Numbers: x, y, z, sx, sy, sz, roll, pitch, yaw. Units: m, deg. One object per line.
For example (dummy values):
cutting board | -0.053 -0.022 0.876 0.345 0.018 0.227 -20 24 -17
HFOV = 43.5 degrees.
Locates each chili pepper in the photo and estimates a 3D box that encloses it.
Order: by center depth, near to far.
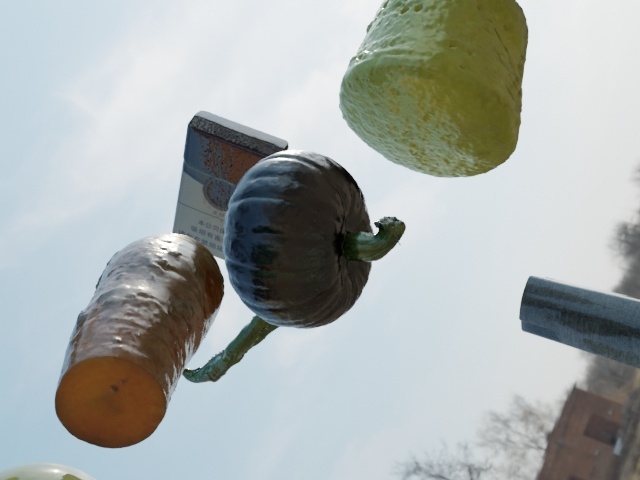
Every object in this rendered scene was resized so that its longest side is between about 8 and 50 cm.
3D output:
chili pepper | -0.179 0.220 1.754 0.085 0.359 0.076 40 -156 -32

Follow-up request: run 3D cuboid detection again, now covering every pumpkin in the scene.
pumpkin | 0.000 0.000 1.089 0.248 0.247 0.248 -47 -32 -43

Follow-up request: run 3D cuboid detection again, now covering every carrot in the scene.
carrot | -0.172 0.079 0.812 0.302 0.138 0.139 -97 17 -70

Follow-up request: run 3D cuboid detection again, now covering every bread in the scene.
bread | 0.223 -0.312 1.496 0.348 0.348 0.308 57 -133 -62

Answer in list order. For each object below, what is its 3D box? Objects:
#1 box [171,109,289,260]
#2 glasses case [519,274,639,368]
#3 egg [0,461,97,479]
box | -0.160 -0.084 1.384 0.071 0.168 0.259 -64 -7 -48
glasses case | 0.301 0.088 0.852 0.047 0.205 0.071 10 -87 -31
egg | -0.311 0.403 0.935 0.218 0.296 0.218 -34 0 0
